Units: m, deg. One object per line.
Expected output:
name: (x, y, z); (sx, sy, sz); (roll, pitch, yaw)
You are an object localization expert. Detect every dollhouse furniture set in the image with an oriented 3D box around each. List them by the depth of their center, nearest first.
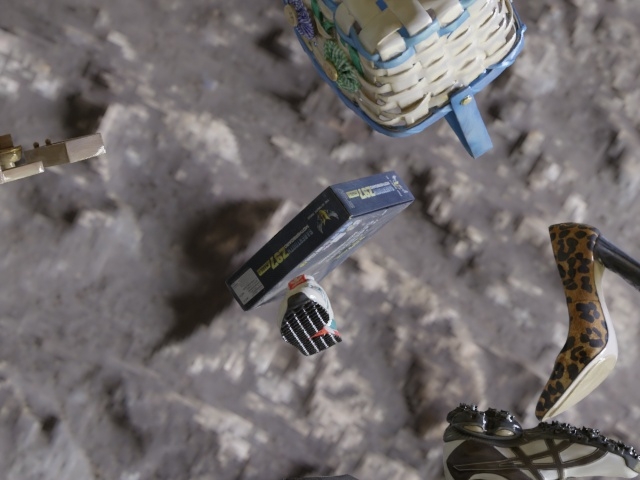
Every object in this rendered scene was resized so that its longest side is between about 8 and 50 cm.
dollhouse furniture set: (-0.346, -0.138, 1.687); (0.151, 0.123, 0.144); (-20, 9, -34)

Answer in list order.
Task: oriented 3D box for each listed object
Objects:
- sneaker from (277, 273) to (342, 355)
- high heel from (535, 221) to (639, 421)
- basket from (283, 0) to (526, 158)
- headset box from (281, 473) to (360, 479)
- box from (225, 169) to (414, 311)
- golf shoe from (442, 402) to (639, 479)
sneaker: (-0.021, 0.068, 1.564); (0.161, 0.057, 0.075); (58, 8, -68)
high heel: (0.329, 0.106, 2.018); (0.186, 0.261, 0.093); (37, -5, 28)
basket: (0.079, -0.227, 1.476); (0.254, 0.201, 0.289); (56, 6, 23)
headset box: (0.050, 0.387, 1.436); (0.246, 0.283, 0.131); (21, 5, 31)
box: (0.000, 0.000, 2.059); (0.059, 0.233, 0.183); (55, 30, 10)
golf shoe: (0.215, 0.219, 1.431); (0.198, 0.093, 0.077); (10, -2, 5)
